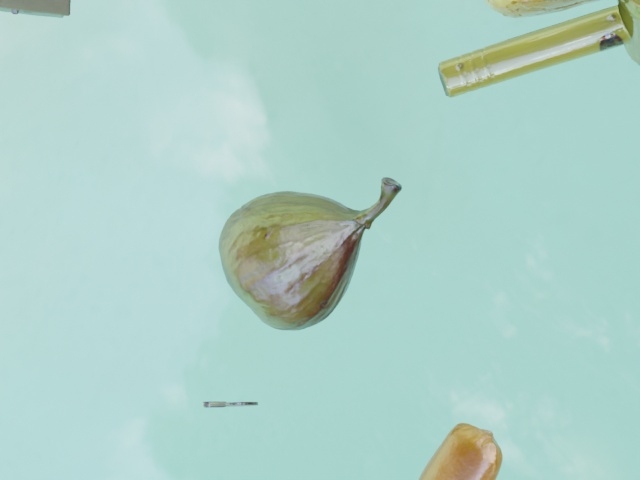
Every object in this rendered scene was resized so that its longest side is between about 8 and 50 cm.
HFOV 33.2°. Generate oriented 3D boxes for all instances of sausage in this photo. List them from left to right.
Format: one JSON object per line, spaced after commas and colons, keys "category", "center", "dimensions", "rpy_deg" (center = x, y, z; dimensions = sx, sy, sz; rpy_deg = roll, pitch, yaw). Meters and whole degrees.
{"category": "sausage", "center": [0.176, 0.358, 1.492], "dimensions": [0.098, 0.098, 0.238], "rpy_deg": [20, 108, -15]}

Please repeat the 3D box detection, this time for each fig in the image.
{"category": "fig", "center": [0.000, 0.000, 1.606], "dimensions": [0.320, 0.217, 0.217], "rpy_deg": [-29, 115, 37]}

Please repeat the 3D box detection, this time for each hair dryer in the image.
{"category": "hair dryer", "center": [0.252, -0.207, 1.084], "dimensions": [0.278, 0.135, 0.090], "rpy_deg": [-16, 73, 16]}

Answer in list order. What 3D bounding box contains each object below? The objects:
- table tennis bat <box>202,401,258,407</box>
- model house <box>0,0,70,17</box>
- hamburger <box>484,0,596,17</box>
{"category": "table tennis bat", "center": [-0.112, 0.201, 1.314], "dimensions": [0.050, 0.083, 0.007], "rpy_deg": [-9, 78, 35]}
{"category": "model house", "center": [-0.401, -0.384, 1.352], "dimensions": [0.180, 0.248, 0.176], "rpy_deg": [6, 92, -11]}
{"category": "hamburger", "center": [0.327, -0.387, 1.428], "dimensions": [0.244, 0.244, 0.163], "rpy_deg": [-13, 89, -4]}
